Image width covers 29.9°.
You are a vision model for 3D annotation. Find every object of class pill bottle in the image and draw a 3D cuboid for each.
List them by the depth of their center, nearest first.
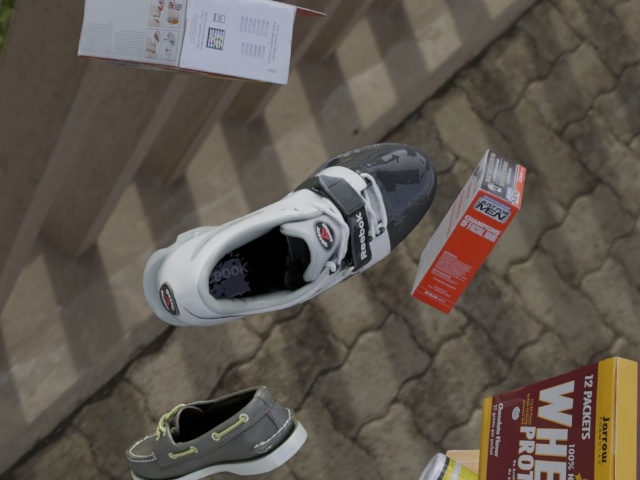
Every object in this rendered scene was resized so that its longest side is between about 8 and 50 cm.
[{"bbox_3d":[0.170,0.299,1.371,0.116,0.065,0.065,30,59,1],"label":"pill bottle"}]

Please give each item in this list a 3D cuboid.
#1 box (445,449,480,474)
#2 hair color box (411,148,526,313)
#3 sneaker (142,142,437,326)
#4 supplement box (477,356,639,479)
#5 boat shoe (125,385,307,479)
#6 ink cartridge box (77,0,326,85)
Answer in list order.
[{"bbox_3d":[0.251,0.414,1.828,0.091,0.130,0.170,50,43,-37],"label":"box"},{"bbox_3d":[0.167,-0.009,1.352,0.053,0.167,0.093,26,35,-3],"label":"hair color box"},{"bbox_3d":[0.000,0.000,1.169,0.330,0.146,0.122,-29,102,-22],"label":"sneaker"},{"bbox_3d":[0.263,0.197,0.999,0.194,0.191,0.129,16,66,-21],"label":"supplement box"},{"bbox_3d":[-0.151,0.248,1.529,0.091,0.305,0.109,57,43,-16],"label":"boat shoe"},{"bbox_3d":[-0.188,-0.326,1.907,0.272,0.309,0.130,4,97,-40],"label":"ink cartridge box"}]
